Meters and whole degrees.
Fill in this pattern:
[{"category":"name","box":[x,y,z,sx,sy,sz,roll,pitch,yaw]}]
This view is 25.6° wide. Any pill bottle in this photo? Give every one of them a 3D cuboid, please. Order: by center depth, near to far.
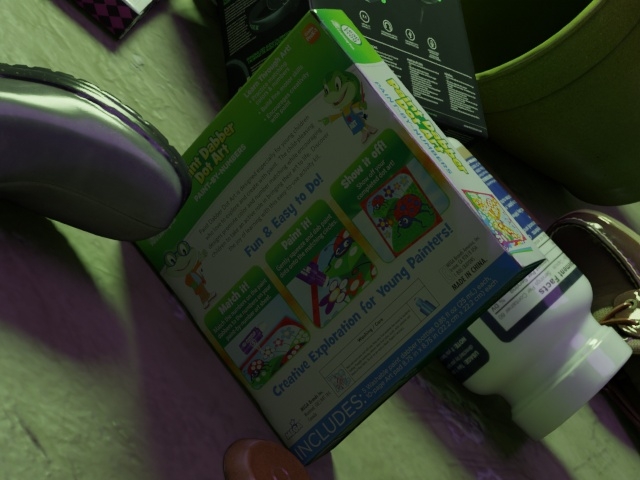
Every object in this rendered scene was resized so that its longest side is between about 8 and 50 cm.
[{"category":"pill bottle","box":[0.153,0.047,1.301,0.264,0.153,0.153,48,28,6]}]

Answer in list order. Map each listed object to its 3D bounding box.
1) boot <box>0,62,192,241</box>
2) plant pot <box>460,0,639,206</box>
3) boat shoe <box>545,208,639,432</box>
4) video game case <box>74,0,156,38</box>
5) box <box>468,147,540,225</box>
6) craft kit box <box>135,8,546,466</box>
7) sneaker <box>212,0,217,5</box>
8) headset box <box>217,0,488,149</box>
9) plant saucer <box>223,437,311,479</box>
[{"category":"boot","box":[-0.258,-0.038,0.940,0.338,0.118,0.222,24,35,-14]},{"category":"plant pot","box":[0.313,-0.232,1.713,0.353,0.366,0.366,42,24,-37]},{"category":"boat shoe","box":[0.332,0.110,1.493,0.123,0.123,0.342,2,55,-54]},{"category":"video game case","box":[-0.243,-0.316,1.386,0.232,0.042,0.210,39,28,-9]},{"category":"box","box":[0.153,-0.072,1.602,0.201,0.021,0.164,50,28,9]},{"category":"craft kit box","box":[0.000,0.000,1.060,0.246,0.250,0.061,51,29,11]},{"category":"sneaker","box":[-0.059,-0.266,1.544,0.170,0.068,0.071,30,15,-34]},{"category":"headset box","box":[0.024,-0.229,1.437,0.246,0.131,0.283,12,60,-44]},{"category":"plant saucer","box":[-0.033,0.175,1.026,0.083,0.015,0.083,33,30,-22]}]
